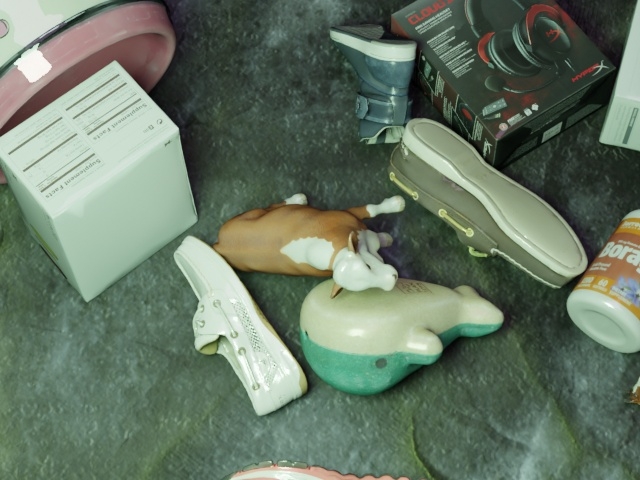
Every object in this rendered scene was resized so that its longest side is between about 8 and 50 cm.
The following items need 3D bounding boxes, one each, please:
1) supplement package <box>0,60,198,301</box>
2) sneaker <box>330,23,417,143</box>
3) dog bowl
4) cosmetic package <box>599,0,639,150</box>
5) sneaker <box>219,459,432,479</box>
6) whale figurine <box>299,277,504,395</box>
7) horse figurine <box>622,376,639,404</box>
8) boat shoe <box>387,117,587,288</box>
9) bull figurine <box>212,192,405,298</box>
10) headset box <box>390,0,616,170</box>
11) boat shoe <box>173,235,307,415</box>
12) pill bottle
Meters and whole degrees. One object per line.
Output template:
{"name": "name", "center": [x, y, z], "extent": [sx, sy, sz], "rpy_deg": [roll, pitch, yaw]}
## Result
{"name": "supplement package", "center": [-0.298, -0.074, 1.962], "extent": [0.204, 0.262, 0.145], "rpy_deg": [-37, 68, -16]}
{"name": "sneaker", "center": [0.072, -0.230, 2.132], "extent": [0.086, 0.163, 0.226], "rpy_deg": [-7, 21, -18]}
{"name": "dog bowl", "center": [-0.373, -0.236, 1.989], "extent": [0.408, 0.408, 0.150], "rpy_deg": [-35, 81, -15]}
{"name": "cosmetic package", "center": [0.545, -0.238, 2.092], "extent": [0.225, 0.138, 0.224], "rpy_deg": [15, 65, 7]}
{"name": "sneaker", "center": [0.010, 0.359, 1.818], "extent": [0.314, 0.116, 0.136], "rpy_deg": [5, 65, 4]}
{"name": "whale figurine", "center": [0.105, 0.127, 1.932], "extent": [0.272, 0.141, 0.216], "rpy_deg": [-6, 22, -23]}
{"name": "horse figurine", "center": [0.549, 0.180, 1.883], "extent": [0.263, 0.174, 0.066], "rpy_deg": [0, 54, -13]}
{"name": "boat shoe", "center": [0.228, -0.038, 2.022], "extent": [0.324, 0.096, 0.116], "rpy_deg": [41, 35, 17]}
{"name": "bull figurine", "center": [0.000, 0.000, 1.933], "extent": [0.310, 0.101, 0.188], "rpy_deg": [9, 21, 40]}
{"name": "headset box", "center": [0.254, -0.276, 2.132], "extent": [0.218, 0.110, 0.293], "rpy_deg": [-31, 66, -13]}
{"name": "boat shoe", "center": [-0.130, 0.115, 1.954], "extent": [0.096, 0.098, 0.277], "rpy_deg": [-33, 68, -15]}
{"name": "pill bottle", "center": [0.437, 0.036, 1.964], "extent": [0.121, 0.121, 0.216], "rpy_deg": [32, 68, 16]}
